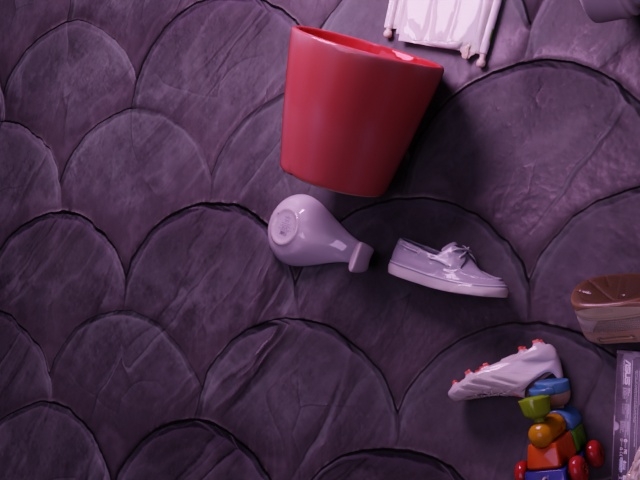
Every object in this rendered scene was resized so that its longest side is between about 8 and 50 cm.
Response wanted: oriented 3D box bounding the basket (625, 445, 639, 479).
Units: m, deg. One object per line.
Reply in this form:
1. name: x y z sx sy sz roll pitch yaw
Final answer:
1. basket: 0.501 0.299 1.377 0.103 0.113 0.167 27 97 34

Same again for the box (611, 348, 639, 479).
1. box: 0.525 0.279 1.465 0.183 0.056 0.230 0 83 32

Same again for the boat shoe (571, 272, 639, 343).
1. boat shoe: 0.526 0.105 1.472 0.302 0.109 0.098 -6 120 32

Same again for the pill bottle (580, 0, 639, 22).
1. pill bottle: 0.573 -0.442 1.430 0.392 0.224 0.224 -6 80 32

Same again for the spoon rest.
1. spoon rest: 0.000 0.000 1.842 0.276 0.084 0.137 25 96 46

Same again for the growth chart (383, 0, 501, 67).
1. growth chart: 0.216 -0.415 1.780 0.237 0.021 0.171 23 96 33

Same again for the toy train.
1. toy train: 0.325 0.291 1.467 0.105 0.248 0.143 -14 87 31

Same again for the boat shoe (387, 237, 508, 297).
1. boat shoe: 0.214 0.042 1.684 0.228 0.079 0.081 15 96 37

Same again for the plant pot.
1. plant pot: 0.053 -0.218 1.731 0.275 0.275 0.243 25 108 33

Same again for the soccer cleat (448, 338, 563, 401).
1. soccer cleat: 0.296 0.227 1.617 0.196 0.068 0.076 -30 72 23
